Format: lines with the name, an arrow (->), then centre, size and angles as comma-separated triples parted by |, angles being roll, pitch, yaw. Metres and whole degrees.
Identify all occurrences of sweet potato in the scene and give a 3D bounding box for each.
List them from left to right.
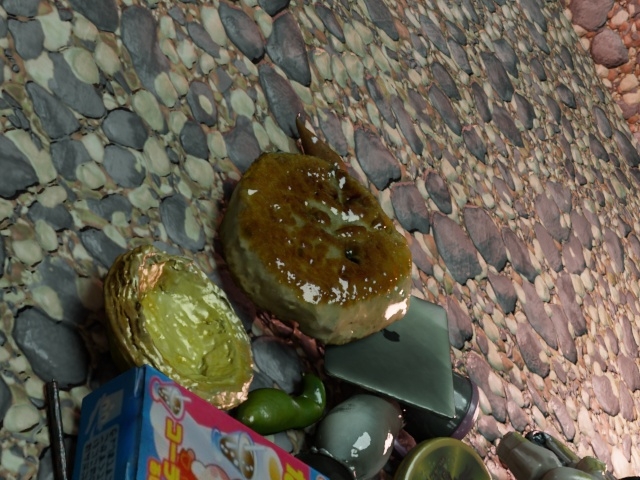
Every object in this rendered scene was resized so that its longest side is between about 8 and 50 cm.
sweet potato -> 0.010, -0.111, 1.784 | 0.056, 0.056, 0.195 | -12, 72, -59

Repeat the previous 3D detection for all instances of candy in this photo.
candy -> -0.114, 0.273, 1.214 | 0.306, 0.100, 0.157 | 38, 34, -35

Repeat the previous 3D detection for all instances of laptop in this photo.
laptop -> 0.095, 0.137, 1.617 | 0.188, 0.015, 0.269 | 22, 29, -9

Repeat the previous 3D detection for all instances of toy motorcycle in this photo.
toy motorcycle -> 0.403, 0.404, 1.722 | 0.341, 0.108, 0.223 | 44, 22, 31

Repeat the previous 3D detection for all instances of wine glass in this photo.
wine glass -> 0.036, 0.256, 1.458 | 0.103, 0.103, 0.222 | 58, 26, -5

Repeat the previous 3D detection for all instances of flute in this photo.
flute -> -0.244, 0.260, 1.124 | 0.014, 0.014, 0.269 | 19, 49, -48

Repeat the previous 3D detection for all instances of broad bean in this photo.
broad bean -> -0.050, 0.206, 1.425 | 0.070, 0.048, 0.213 | 58, 26, 9

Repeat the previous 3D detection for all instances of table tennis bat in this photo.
table tennis bat -> 0.198, 0.413, 1.589 | 0.198, 0.050, 0.321 | -46, 111, -37

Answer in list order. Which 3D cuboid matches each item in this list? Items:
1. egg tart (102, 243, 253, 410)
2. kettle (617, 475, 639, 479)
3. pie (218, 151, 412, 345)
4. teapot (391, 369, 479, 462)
egg tart -> -0.166, 0.105, 1.292 | 0.212, 0.090, 0.212 | 37, 34, -30
kettle -> 0.564, 0.533, 1.957 | 0.290, 0.207, 0.268 | 58, 0, 12
pie -> 0.000, 0.000, 1.582 | 0.315, 0.092, 0.315 | 24, 41, -23
teapot -> 0.134, 0.233, 1.649 | 0.146, 0.148, 0.116 | 34, 1, -17
